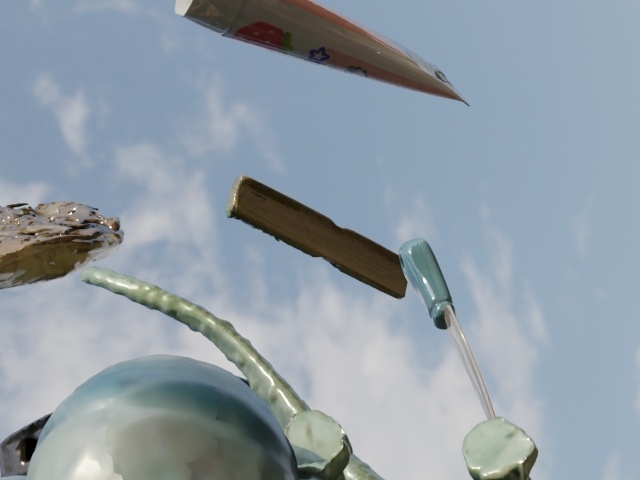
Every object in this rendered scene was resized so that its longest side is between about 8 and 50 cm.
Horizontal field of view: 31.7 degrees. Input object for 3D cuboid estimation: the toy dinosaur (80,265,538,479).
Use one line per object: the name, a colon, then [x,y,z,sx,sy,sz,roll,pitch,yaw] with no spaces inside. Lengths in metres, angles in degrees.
toy dinosaur: [0.020,0.081,0.407,0.076,0.383,0.129,-26,-36,-22]

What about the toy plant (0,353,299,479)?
toy plant: [-0.068,0.160,0.302,0.247,0.332,0.247,-4,-78,-22]

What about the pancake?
pancake: [-0.378,0.010,1.091,0.382,0.382,0.071,-15,-76,-56]

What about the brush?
brush: [0.000,0.000,1.376,0.282,0.048,0.054,27,-106,-31]

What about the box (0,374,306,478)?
box: [-0.187,0.236,1.320,0.289,0.290,0.073,33,-143,-58]

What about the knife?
knife: [0.118,0.079,1.012,0.244,0.032,0.058,-111,10,-51]

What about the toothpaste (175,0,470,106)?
toothpaste: [0.005,-0.128,0.712,0.194,0.043,0.067,16,-155,-26]
